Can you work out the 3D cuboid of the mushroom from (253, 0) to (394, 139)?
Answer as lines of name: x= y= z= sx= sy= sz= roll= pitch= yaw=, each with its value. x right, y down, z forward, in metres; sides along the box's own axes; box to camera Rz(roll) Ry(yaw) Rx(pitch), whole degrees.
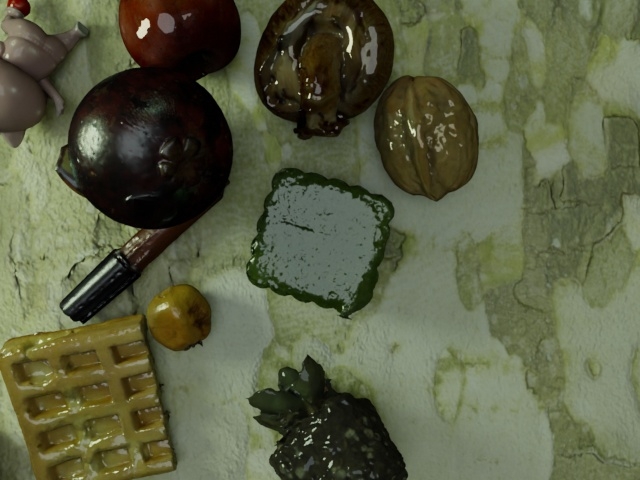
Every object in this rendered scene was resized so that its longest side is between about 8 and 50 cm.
mushroom: x=0.003 y=-0.324 z=1.253 sx=0.263 sy=0.195 sz=0.283 roll=10 pitch=76 yaw=8

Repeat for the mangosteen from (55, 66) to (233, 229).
mangosteen: x=-0.305 y=-0.161 z=1.191 sx=0.311 sy=0.311 sz=0.311 roll=0 pitch=93 yaw=1

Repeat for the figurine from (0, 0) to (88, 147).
figurine: x=-0.590 y=-0.330 z=1.303 sx=0.186 sy=0.176 sz=0.288 roll=8 pitch=73 yaw=41

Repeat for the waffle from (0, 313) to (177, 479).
waffle: x=-0.462 y=0.339 z=1.335 sx=0.304 sy=0.077 sz=0.348 roll=-13 pitch=100 yaw=-1

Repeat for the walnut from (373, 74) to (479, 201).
walnut: x=0.202 y=-0.194 z=1.261 sx=0.198 sy=0.198 sz=0.245 roll=-11 pitch=96 yaw=1

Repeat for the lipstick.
lipstick: x=-0.348 y=0.009 z=1.333 sx=0.418 sy=0.077 sz=0.077 roll=-42 pitch=91 yaw=1

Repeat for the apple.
apple: x=-0.258 y=-0.411 z=1.246 sx=0.233 sy=0.234 sz=0.234 roll=0 pitch=93 yaw=1

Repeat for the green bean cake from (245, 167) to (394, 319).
green bean cake: x=0.000 y=0.000 z=1.287 sx=0.249 sy=0.156 sz=0.247 roll=16 pitch=91 yaw=0

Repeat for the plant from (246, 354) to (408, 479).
plant: x=0.008 y=0.380 z=1.288 sx=0.215 sy=0.213 sz=0.312 roll=-43 pitch=55 yaw=2

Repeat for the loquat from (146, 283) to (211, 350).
loquat: x=-0.278 y=0.154 z=1.323 sx=0.137 sy=0.113 sz=0.137 roll=-2 pitch=101 yaw=-11
